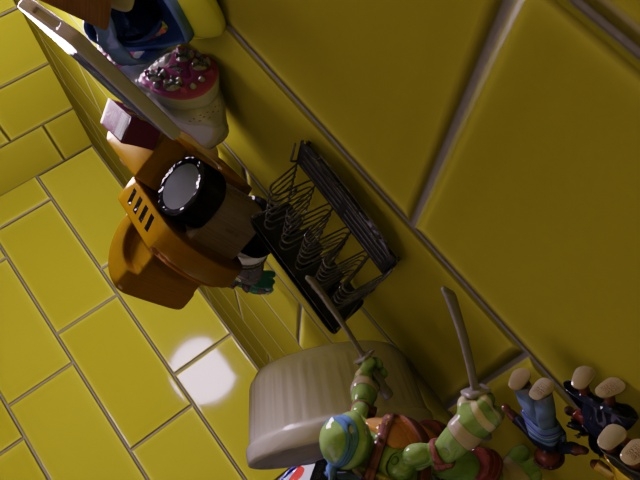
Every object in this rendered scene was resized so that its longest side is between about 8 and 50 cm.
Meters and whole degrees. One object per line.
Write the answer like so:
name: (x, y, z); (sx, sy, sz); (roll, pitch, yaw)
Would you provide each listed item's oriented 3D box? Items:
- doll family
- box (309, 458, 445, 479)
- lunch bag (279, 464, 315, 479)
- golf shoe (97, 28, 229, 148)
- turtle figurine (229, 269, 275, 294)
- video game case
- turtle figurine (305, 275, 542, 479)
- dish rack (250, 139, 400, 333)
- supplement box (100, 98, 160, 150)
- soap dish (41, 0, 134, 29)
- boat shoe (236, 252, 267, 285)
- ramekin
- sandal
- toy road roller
doll family: (0.232, 0.171, 0.494); (0.193, 0.076, 0.111); (39, 162, 55)
box: (0.116, 0.402, 0.878); (0.232, 0.183, 0.059); (61, -157, -14)
lunch bag: (0.105, 0.532, 1.093); (0.385, 0.328, 0.239); (46, 156, 25)
golf shoe: (-0.242, -0.240, 0.933); (0.306, 0.115, 0.140); (43, 163, 38)
turtle figurine: (-0.170, 0.055, 1.308); (0.175, 0.118, 0.234); (57, 158, -8)
video game case: (-0.284, -0.220, 0.793); (0.173, 0.022, 0.190); (37, 175, 38)
turtle figurine: (0.127, 0.177, 0.672); (0.198, 0.274, 0.266); (-25, 137, 36)
dish rack: (0.000, 0.000, 0.789); (0.208, 0.074, 0.271); (52, 163, 9)
supplement box: (-0.280, -0.172, 0.903); (0.055, 0.043, 0.083); (9, -158, -47)
soap dish: (-0.286, -0.373, 0.630); (0.291, 0.118, 0.228); (40, 126, 40)
boat shoe: (-0.201, -0.037, 1.169); (0.305, 0.109, 0.091); (47, 147, 33)
ramekin: (0.020, 0.239, 0.888); (0.273, 0.273, 0.127); (92, 167, -64)
sandal: (-0.248, -0.301, 0.787); (0.317, 0.138, 0.126); (34, 156, 54)
toy road roller: (-0.243, -0.043, 0.994); (0.202, 0.240, 0.329); (32, -168, -50)
